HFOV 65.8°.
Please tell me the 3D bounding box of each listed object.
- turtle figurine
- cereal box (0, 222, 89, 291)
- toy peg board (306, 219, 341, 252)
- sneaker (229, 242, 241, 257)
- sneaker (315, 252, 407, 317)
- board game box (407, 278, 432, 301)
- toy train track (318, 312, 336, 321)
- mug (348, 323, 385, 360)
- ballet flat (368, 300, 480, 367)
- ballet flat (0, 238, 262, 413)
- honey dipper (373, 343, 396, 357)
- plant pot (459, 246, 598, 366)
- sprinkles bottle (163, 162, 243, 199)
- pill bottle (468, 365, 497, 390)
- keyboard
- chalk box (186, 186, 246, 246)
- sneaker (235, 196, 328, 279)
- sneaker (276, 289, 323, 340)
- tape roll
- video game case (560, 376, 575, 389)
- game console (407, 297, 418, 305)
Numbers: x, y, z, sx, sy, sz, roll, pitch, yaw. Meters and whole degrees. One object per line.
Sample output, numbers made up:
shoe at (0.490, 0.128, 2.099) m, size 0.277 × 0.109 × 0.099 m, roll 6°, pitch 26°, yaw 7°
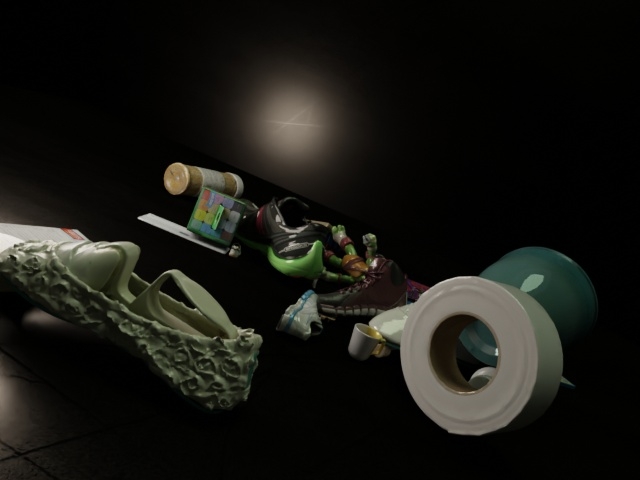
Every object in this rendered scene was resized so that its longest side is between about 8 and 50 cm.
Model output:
turtle figurine at (0.069, 0.036, 1.553) m, size 0.275 × 0.198 × 0.266 m, roll 19°, pitch 16°, yaw -37°
cereal box at (-0.483, 0.027, 0.830) m, size 0.173 × 0.047 × 0.240 m, roll 31°, pitch 12°, yaw 31°
toy peg board at (0.000, 0.000, 1.753) m, size 0.161 × 0.079 × 0.161 m, roll 11°, pitch -19°, yaw 43°
sneaker at (-0.238, 0.023, 1.410) m, size 0.032 × 0.037 × 0.083 m, roll 20°, pitch 9°, yaw -10°
sneaker at (0.101, 0.109, 1.256) m, size 0.281 × 0.162 × 0.106 m, roll 7°, pitch 2°, yaw -24°
board game box at (0.435, 0.229, 1.568) m, size 0.347 × 0.056 × 0.208 m, roll 21°, pitch 9°, yaw -15°
toy train track at (0.019, 0.188, 1.202) m, size 0.048 × 0.014 × 0.083 m, roll 20°, pitch 3°, yaw 24°
mug at (0.097, 0.223, 1.052) m, size 0.078 × 0.064 × 0.062 m, roll 24°, pitch 10°, yaw 3°
ballet flat at (0.282, 0.214, 1.223) m, size 0.400 × 0.139 × 0.139 m, roll 22°, pitch 9°, yaw -36°
ballet flat at (-0.256, 0.081, 0.701) m, size 0.409 × 0.147 × 0.147 m, roll 31°, pitch 11°, yaw 6°
honey dipper at (0.170, 0.254, 1.161) m, size 0.030 × 0.030 × 0.161 m, roll 30°, pitch 9°, yaw 32°
plant pot at (0.453, 0.168, 1.140) m, size 0.272 × 0.271 × 0.255 m, roll 31°, pitch 29°, yaw 36°
sprinkles bottle at (-0.451, -0.225, 1.956) m, size 0.121 × 0.121 × 0.355 m, roll 28°, pitch 11°, yaw 23°
pill bottle at (0.384, 0.323, 1.087) m, size 0.094 × 0.094 × 0.169 m, roll 31°, pitch 13°, yaw 37°
keyboard at (-0.380, -0.019, 1.389) m, size 0.256 × 0.014 × 0.072 m, roll 22°, pitch 15°, yaw -3°
chalk box at (-0.295, -0.070, 1.415) m, size 0.132 × 0.132 × 0.213 m, roll 23°, pitch 1°, yaw -9°
sneaker at (-0.122, -0.044, 1.516) m, size 0.185 × 0.202 × 0.483 m, roll 15°, pitch 10°, yaw -42°
sneaker at (-0.028, 0.170, 1.075) m, size 0.083 × 0.071 × 0.191 m, roll 31°, pitch 20°, yaw 7°
tape roll at (0.289, 0.213, 0.923) m, size 0.100 × 0.286 × 0.286 m, roll 14°, pitch 14°, yaw -42°
video game case at (0.706, 0.409, 1.571) m, size 0.119 × 0.015 × 0.166 m, roll 20°, pitch 11°, yaw -19°
game console at (0.258, 0.221, 1.353) m, size 0.144 × 0.085 × 0.124 m, roll 18°, pitch 11°, yaw -22°
